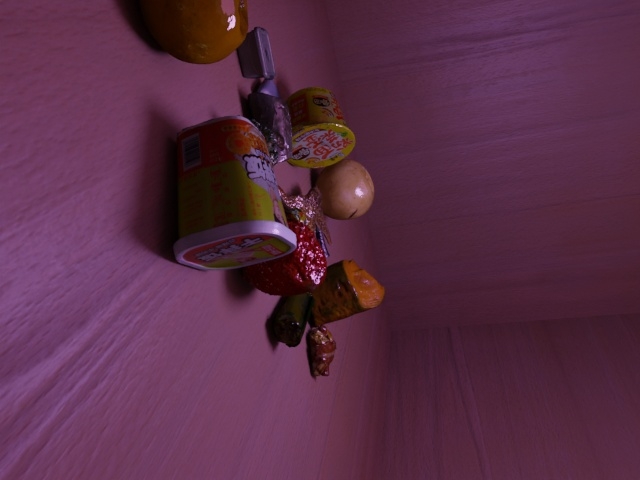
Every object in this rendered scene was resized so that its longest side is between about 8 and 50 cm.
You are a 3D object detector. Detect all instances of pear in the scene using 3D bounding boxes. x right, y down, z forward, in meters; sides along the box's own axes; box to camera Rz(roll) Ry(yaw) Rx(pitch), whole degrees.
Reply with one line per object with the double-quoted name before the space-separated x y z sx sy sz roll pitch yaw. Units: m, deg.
"pear" 0.113 -0.247 2.415 0.309 0.309 0.309 -7 90 -75

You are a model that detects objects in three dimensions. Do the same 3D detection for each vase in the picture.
"vase" 0.000 0.000 2.300 0.059 0.059 0.167 -54 134 -69

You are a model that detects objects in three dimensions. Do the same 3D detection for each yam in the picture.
"yam" -0.169 -0.377 1.695 0.154 0.153 0.255 -16 97 -75

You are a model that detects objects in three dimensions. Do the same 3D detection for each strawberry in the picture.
"strawberry" -0.104 0.064 1.474 0.277 0.257 0.257 37 -25 45

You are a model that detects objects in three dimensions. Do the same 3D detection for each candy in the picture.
"candy" -0.182 -0.504 1.833 0.138 0.071 0.174 -78 156 -51
"candy" -0.088 0.009 1.891 0.091 0.083 0.306 45 -30 46

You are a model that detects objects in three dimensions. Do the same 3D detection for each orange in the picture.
"orange" -0.288 -0.558 1.155 0.279 0.235 0.279 1 90 -77

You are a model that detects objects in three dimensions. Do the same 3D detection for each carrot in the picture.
"carrot" 0.091 0.215 2.100 0.241 0.340 0.242 -22 90 -83

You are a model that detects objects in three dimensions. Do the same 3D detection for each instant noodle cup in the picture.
"instant noodle cup" -0.219 -0.113 1.195 0.294 0.293 0.308 37 41 -70
"instant noodle cup" -0.027 -0.473 2.035 0.311 0.311 0.222 51 25 -63

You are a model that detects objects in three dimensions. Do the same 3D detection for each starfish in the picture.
"starfish" -0.064 -0.102 2.018 0.398 0.132 0.384 -55 140 -63

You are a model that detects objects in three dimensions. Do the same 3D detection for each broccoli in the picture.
"broccoli" -0.235 -0.243 1.443 0.194 0.194 0.220 -76 177 -53

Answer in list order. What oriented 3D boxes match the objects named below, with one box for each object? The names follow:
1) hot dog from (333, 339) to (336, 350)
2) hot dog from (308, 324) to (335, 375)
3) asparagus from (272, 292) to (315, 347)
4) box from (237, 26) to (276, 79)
"hot dog" 0.055 0.505 2.311 0.122 0.037 0.049 -58 135 -70
"hot dog" 0.010 0.457 2.040 0.146 0.103 0.213 -26 109 -75
"asparagus" -0.087 0.245 1.781 0.382 0.108 0.129 -66 144 -66
"box" -0.225 -0.637 1.699 0.124 0.092 0.172 -53 134 -70
